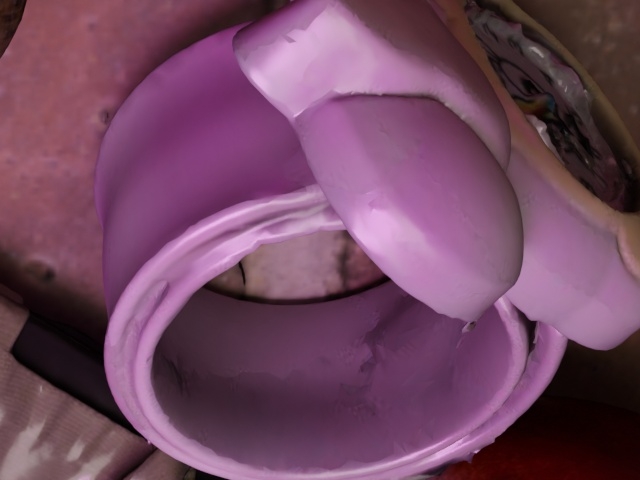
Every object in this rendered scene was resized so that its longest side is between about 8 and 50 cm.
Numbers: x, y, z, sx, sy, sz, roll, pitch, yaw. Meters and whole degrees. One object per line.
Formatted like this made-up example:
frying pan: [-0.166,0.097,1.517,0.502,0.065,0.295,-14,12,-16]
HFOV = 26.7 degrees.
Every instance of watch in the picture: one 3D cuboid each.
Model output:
watch: [0.000,0.000,0.530,0.217,0.211,0.248,-38,133,25]

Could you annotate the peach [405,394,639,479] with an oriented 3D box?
peach: [0.115,0.173,0.656,0.243,0.243,0.199,4,108,-15]

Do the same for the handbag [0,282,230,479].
handbag: [-0.176,0.144,0.633,0.316,0.109,0.253,33,109,-23]

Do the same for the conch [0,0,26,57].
conch: [-0.146,-0.130,0.433,0.207,0.130,0.155,-47,135,4]
